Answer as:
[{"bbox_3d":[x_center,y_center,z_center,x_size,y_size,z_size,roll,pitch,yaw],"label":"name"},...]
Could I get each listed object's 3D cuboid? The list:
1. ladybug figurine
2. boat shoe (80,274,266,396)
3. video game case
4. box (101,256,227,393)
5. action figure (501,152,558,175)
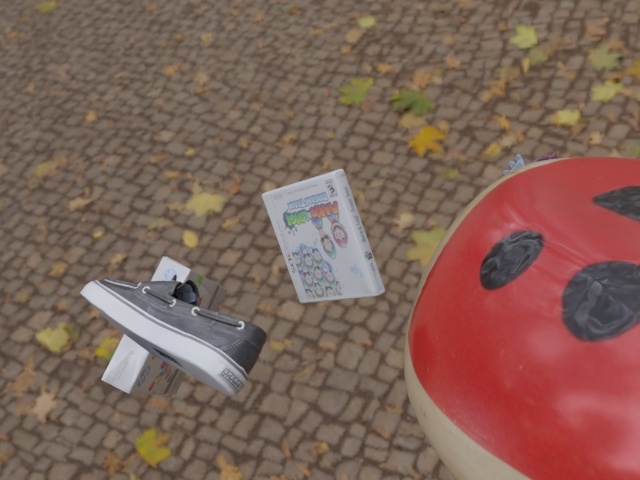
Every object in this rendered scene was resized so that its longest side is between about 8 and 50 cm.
[{"bbox_3d":[0.216,0.059,0.540,0.305,0.161,0.449,-17,24,-18],"label":"ladybug figurine"},{"bbox_3d":[-0.141,0.072,0.861,0.228,0.080,0.076,19,65,43],"label":"boat shoe"},{"bbox_3d":[0.000,0.000,1.025,0.019,0.143,0.157,-23,6,-34],"label":"video game case"},{"bbox_3d":[-0.171,0.102,1.018,0.038,0.186,0.145,25,83,11],"label":"box"},{"bbox_3d":[0.432,0.020,1.389,0.248,0.370,0.276,-51,13,-15],"label":"action figure"}]
